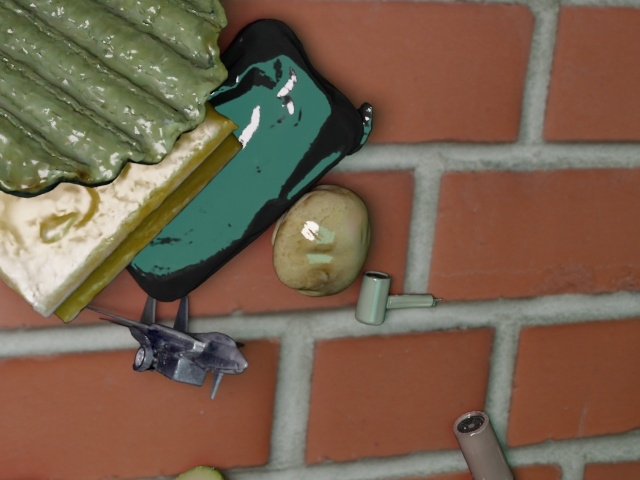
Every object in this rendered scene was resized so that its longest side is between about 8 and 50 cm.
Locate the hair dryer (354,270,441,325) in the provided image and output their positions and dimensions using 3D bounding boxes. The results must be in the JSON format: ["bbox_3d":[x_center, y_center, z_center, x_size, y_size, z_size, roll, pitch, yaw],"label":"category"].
[{"bbox_3d":[0.103,0.071,1.885,0.124,0.038,0.063,0,108,-30],"label":"hair dryer"}]

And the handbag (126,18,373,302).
[{"bbox_3d":[-0.109,-0.094,1.684,0.332,0.075,0.191,-41,107,-3],"label":"handbag"}]

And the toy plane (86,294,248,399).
[{"bbox_3d":[-0.140,0.128,1.663,0.212,0.267,0.088,16,96,-28],"label":"toy plane"}]

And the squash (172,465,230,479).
[{"bbox_3d":[-0.108,0.372,1.853,0.123,0.123,0.187,-46,123,-2],"label":"squash"}]

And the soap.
[{"bbox_3d":[-0.264,-0.097,1.563,0.259,0.143,0.281,42,89,4],"label":"soap"}]

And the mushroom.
[{"bbox_3d":[0.000,0.000,1.766,0.112,0.148,0.148,19,103,12],"label":"mushroom"}]

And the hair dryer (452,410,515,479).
[{"bbox_3d":[0.157,0.354,2.008,0.220,0.053,0.195,-26,116,-6],"label":"hair dryer"}]

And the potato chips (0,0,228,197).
[{"bbox_3d":[-0.308,-0.211,1.441,0.429,0.070,0.358,34,63,0],"label":"potato chips"}]
